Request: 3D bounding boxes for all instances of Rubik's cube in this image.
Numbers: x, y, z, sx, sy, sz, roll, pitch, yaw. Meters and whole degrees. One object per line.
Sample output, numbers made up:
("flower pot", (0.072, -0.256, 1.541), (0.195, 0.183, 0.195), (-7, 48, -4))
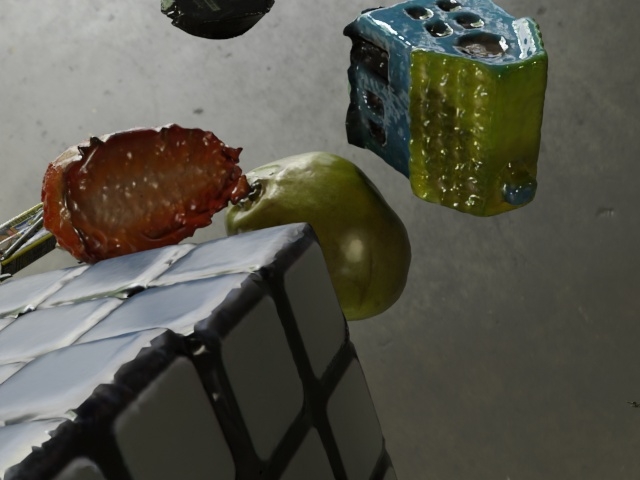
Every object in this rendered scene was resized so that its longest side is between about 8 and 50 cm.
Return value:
("Rubik's cube", (-0.153, 0.221, 0.512), (0.345, 0.337, 0.343), (-14, 106, 25))

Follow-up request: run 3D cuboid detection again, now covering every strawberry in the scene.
("strawberry", (-0.155, -0.036, 0.787), (0.082, 0.188, 0.121), (-15, 92, 49))

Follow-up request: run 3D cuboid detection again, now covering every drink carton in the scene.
("drink carton", (-0.495, -0.004, 1.520), (0.071, 0.056, 0.166), (37, 45, 13))

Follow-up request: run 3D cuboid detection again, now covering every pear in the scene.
("pear", (0.000, 0.000, 1.379), (0.269, 0.321, 0.269), (-20, 59, 37))

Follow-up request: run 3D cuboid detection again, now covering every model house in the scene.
("model house", (0.198, -0.186, 1.246), (0.216, 0.237, 0.303), (-20, 40, -22))

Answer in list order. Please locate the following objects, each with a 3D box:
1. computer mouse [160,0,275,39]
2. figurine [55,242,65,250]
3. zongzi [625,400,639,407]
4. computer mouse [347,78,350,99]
("computer mouse", (-0.135, -0.305, 1.179), (0.172, 0.057, 0.099), (-28, 74, -33))
("figurine", (-0.312, -0.054, 1.209), (0.101, 0.068, 0.143), (-13, 74, 8))
("zongzi", (0.363, 0.202, 0.867), (0.154, 0.130, 0.062), (24, 98, 22))
("computer mouse", (0.170, -0.251, 1.566), (0.288, 0.097, 0.159), (31, 116, 25))
